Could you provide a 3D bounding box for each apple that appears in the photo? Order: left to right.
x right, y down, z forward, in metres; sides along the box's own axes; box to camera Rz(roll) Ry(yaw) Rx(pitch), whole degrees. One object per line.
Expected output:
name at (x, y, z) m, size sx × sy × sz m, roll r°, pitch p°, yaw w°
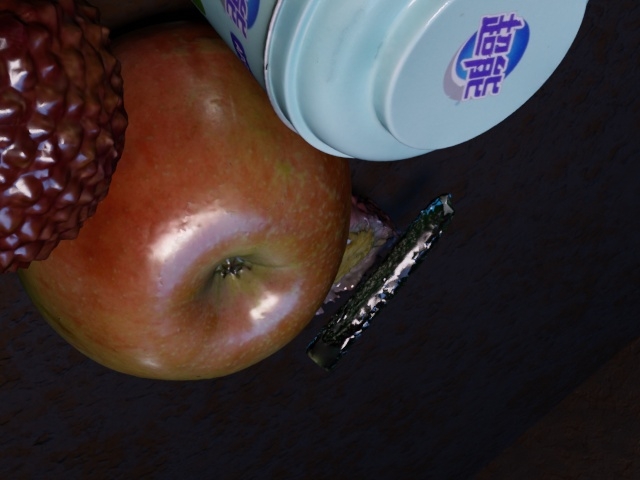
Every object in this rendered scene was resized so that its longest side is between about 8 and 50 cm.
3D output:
apple at (-0.118, -0.029, 1.071) m, size 0.319 × 0.277 × 0.319 m, roll -26°, pitch 147°, yaw -19°

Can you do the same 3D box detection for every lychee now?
lychee at (-0.266, -0.095, 0.847) m, size 0.264 × 0.264 × 0.300 m, roll -42°, pitch -165°, yaw 7°

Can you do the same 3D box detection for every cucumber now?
cucumber at (0.077, 0.048, 1.432) m, size 0.256 × 0.043 × 0.044 m, roll -51°, pitch 164°, yaw 4°

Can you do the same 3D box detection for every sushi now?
sushi at (0.000, -0.011, 1.396) m, size 0.241 × 0.107 × 0.161 m, roll -34°, pitch 153°, yaw -28°

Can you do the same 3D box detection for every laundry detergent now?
laundry detergent at (0.039, -0.234, 0.924) m, size 0.287 × 0.305 × 0.287 m, roll -27°, pitch 149°, yaw -18°
